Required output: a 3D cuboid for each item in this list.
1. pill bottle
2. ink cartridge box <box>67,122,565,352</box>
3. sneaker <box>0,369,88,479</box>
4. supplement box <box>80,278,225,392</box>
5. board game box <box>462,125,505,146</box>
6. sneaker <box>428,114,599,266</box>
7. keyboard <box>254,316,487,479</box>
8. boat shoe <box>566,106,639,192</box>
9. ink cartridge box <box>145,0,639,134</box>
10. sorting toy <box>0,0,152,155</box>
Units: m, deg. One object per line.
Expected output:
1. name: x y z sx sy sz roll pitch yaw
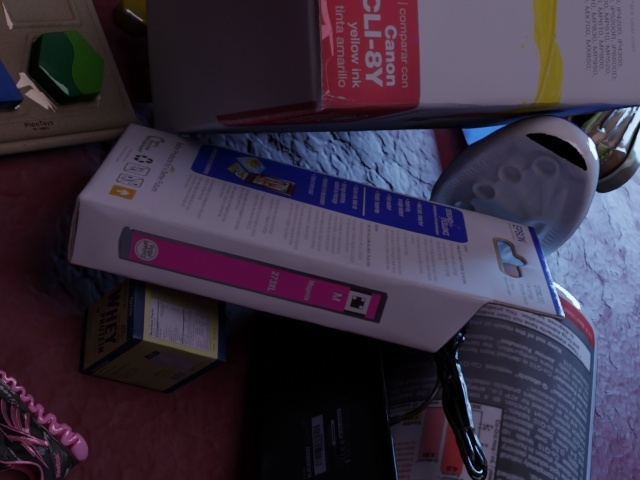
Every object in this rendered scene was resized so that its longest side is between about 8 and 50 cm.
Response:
1. pill bottle: 0.122 0.211 0.884 0.210 0.210 0.363 37 46 -22
2. ink cartridge box: 0.000 0.000 0.841 0.371 0.069 0.176 12 24 -2
3. sneaker: -0.223 0.135 0.735 0.119 0.047 0.057 43 55 -14
4. supplement box: -0.132 0.075 0.821 0.083 0.083 0.056 20 53 -35
5. board game box: 0.223 -0.106 1.306 0.133 0.033 0.168 2 60 -37
6. sneaker: 0.198 -0.070 1.047 0.130 0.323 0.236 32 53 3
7. keyboard: 0.039 0.153 0.812 0.033 0.201 0.317 54 20 -38
8. boat shoe: 0.419 -0.208 1.491 0.104 0.111 0.307 41 44 -19
9. ink cartridge box: 0.077 -0.182 0.926 0.385 0.279 0.160 -6 94 -34
10. sorting toy: -0.236 -0.188 0.913 0.307 0.041 0.229 -16 77 -47
